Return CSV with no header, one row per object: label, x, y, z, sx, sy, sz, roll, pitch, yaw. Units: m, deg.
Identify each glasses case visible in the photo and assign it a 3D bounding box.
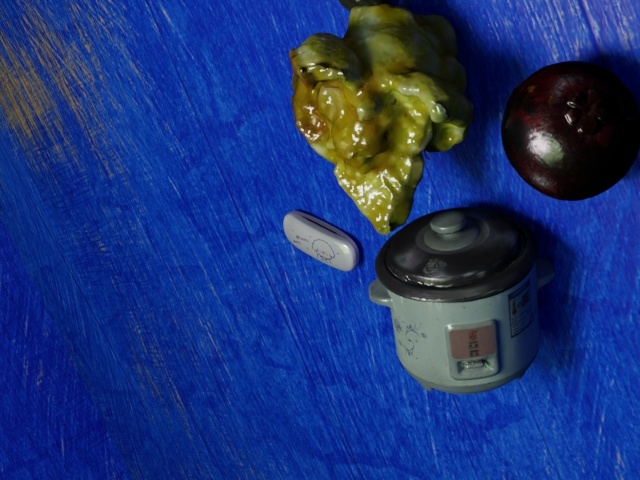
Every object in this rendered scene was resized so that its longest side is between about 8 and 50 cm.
glasses case,0.000,0.000,2.062,0.197,0.049,0.076,28,134,35

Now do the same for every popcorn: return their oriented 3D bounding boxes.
popcorn,0.116,-0.214,1.586,0.326,0.290,0.321,-8,119,56

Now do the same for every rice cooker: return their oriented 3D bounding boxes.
rice cooker,0.234,0.087,1.680,0.317,0.264,0.316,2,121,3

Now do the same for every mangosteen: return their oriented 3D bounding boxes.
mangosteen,0.349,-0.151,1.432,0.210,0.210,0.209,29,135,34

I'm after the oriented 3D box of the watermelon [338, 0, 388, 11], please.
watermelon,0.067,-0.410,1.669,0.110,0.078,0.078,46,142,16
